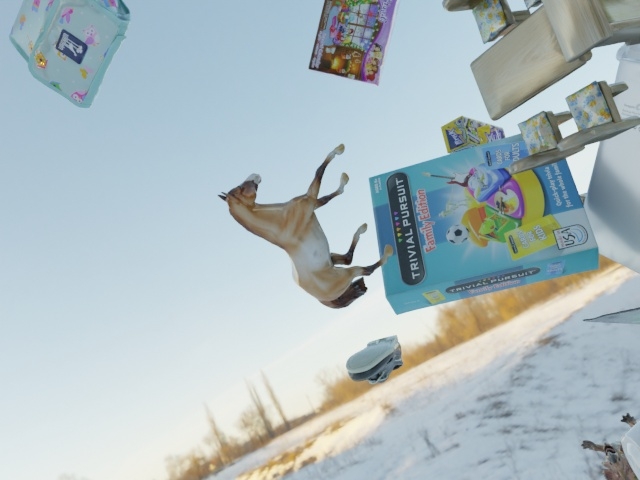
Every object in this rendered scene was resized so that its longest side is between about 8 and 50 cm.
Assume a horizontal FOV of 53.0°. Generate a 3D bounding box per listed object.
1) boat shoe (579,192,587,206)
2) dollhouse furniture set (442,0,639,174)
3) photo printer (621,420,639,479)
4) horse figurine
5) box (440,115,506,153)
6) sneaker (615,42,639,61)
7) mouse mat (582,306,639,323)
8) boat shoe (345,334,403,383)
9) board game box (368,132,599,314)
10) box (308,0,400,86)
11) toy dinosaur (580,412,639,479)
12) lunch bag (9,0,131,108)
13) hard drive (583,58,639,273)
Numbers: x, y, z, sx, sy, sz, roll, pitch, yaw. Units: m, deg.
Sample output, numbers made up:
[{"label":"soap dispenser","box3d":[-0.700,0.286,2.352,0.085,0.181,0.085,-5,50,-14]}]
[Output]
[{"label":"boat shoe","box3d":[0.543,-0.069,1.193,0.049,0.056,0.152,-36,29,-12]},{"label":"dollhouse furniture set","box3d":[0.217,-0.195,0.627,0.160,0.212,0.242,-17,-7,-26]},{"label":"photo printer","box3d":[0.687,0.412,1.077,0.255,0.308,0.107,-19,-36,-2]},{"label":"horse figurine","box3d":[0.000,0.000,0.859,0.174,0.263,0.066,-40,30,-25]},{"label":"box","box3d":[0.314,-0.202,1.292,0.054,0.059,0.168,-23,-15,41]},{"label":"sneaker","box3d":[0.711,-0.462,1.300,0.210,0.137,0.366,113,-177,-57]},{"label":"mouse mat","box3d":[0.451,0.095,0.819,0.152,0.007,0.190,4,-15,-11]},{"label":"boat shoe","box3d":[0.114,0.243,1.256,0.083,0.079,0.233,-13,-2,20]},{"label":"board game box","box3d":[0.264,-0.036,1.097,0.335,0.254,0.079,-15,-35,15]},{"label":"box","box3d":[0.098,-0.591,1.763,0.057,0.200,0.294,-16,-59,-72]},{"label":"toy dinosaur","box3d":[0.707,0.490,1.387,0.200,0.295,0.127,-89,15,-65]},{"label":"lunch bag","box3d":[-0.506,-0.431,1.327,0.160,0.262,0.223,2,-48,-52]},{"label":"hard drive","box3d":[0.510,-0.104,0.977,0.040,0.203,0.308,-8,-64,-26]}]
